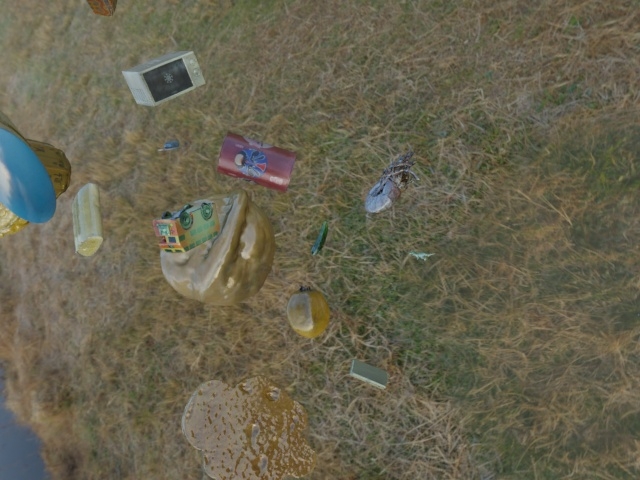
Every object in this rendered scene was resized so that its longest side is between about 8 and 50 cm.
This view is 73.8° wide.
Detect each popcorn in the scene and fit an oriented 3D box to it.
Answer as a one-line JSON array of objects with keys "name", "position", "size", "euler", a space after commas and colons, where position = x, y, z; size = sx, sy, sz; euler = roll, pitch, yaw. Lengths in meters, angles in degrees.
[{"name": "popcorn", "position": [-0.989, -0.087, 1.341], "size": [0.140, 0.194, 0.163], "euler": [-120, 16, -57]}]

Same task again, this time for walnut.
[{"name": "walnut", "position": [-0.324, 0.030, 1.405], "size": [0.384, 0.384, 0.383], "euler": [-7, 78, 36]}]

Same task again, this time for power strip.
[{"name": "power strip", "position": [0.195, 0.525, 1.667], "size": [0.169, 0.076, 0.028], "euler": [24, 127, -2]}]

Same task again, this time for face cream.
[{"name": "face cream", "position": [-0.445, -0.117, 0.608], "size": [0.285, 0.067, 0.139], "euler": [27, 140, 45]}]

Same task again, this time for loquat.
[{"name": "loquat", "position": [-0.055, 0.303, 1.834], "size": [0.176, 0.187, 0.234], "euler": [-18, 85, 27]}]

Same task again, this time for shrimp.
[{"name": "shrimp", "position": [0.278, -0.223, 1.557], "size": [0.343, 0.116, 0.145], "euler": [-52, 7, -21]}]

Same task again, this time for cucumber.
[{"name": "cucumber", "position": [0.000, 0.000, 1.661], "size": [0.039, 0.039, 0.167], "euler": [0, 57, 37]}]

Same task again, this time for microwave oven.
[{"name": "microwave oven", "position": [-0.615, -0.636, 1.678], "size": [0.194, 0.240, 0.145], "euler": [19, 138, 44]}]

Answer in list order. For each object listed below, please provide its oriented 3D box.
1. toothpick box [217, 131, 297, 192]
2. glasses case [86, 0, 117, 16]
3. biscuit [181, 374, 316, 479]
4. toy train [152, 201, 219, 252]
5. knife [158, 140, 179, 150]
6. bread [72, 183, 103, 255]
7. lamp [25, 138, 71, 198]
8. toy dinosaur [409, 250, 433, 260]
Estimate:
[{"name": "toothpick box", "position": [-0.296, -0.367, 2.015], "size": [0.204, 0.334, 0.204], "euler": [-164, 90, -82]}, {"name": "glasses case", "position": [-0.388, -0.536, 0.792], "size": [0.049, 0.075, 0.218], "euler": [9, 79, -2]}, {"name": "biscuit", "position": [-0.171, 0.490, 1.088], "size": [0.051, 0.376, 0.269], "euler": [-37, 22, 56]}, {"name": "toy train", "position": [-0.319, -0.037, 1.044], "size": [0.072, 0.188, 0.099], "euler": [-4, 106, 23]}, {"name": "knife", "position": [-0.529, -0.329, 1.501], "size": [0.244, 0.058, 0.032], "euler": [-132, 43, -69]}, {"name": "bread", "position": [-0.681, -0.061, 1.244], "size": [0.139, 0.060, 0.178], "euler": [-36, 62, 42]}, {"name": "lamp", "position": [-0.744, -0.178, 1.070], "size": [0.161, 0.185, 0.161], "euler": [0, 90, 32]}, {"name": "toy dinosaur", "position": [0.366, 0.050, 1.543], "size": [0.062, 0.083, 0.021], "euler": [33, 127, 50]}]
